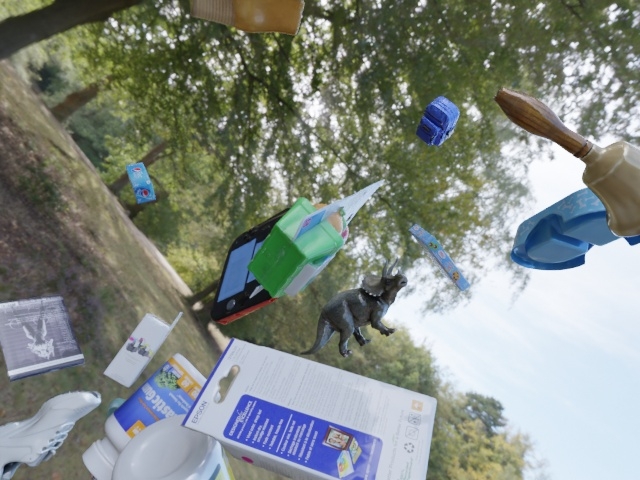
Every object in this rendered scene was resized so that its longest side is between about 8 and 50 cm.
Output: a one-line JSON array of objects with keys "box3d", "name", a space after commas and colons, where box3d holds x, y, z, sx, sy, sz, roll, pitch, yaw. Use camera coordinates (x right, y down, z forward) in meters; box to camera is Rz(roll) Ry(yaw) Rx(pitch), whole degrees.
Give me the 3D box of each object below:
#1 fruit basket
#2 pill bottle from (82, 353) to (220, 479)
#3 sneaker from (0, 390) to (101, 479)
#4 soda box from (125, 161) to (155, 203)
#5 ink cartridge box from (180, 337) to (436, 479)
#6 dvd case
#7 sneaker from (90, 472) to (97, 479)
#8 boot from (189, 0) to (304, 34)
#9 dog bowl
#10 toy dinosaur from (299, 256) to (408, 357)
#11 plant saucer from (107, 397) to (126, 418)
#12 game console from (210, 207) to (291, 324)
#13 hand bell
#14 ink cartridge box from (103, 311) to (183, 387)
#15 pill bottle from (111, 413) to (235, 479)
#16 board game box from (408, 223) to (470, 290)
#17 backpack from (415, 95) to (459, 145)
[{"box3d": [0.000, 0.000, 1.107, 0.165, 0.353, 0.327, 52, -48, 14], "name": "fruit basket"}, {"box3d": [-0.370, 0.399, 0.949, 0.152, 0.272, 0.152, 35, -26, 20], "name": "pill bottle"}, {"box3d": [-0.695, 0.491, 1.094, 0.129, 0.297, 0.111, 55, -7, 30], "name": "sneaker"}, {"box3d": [-0.688, -0.223, 1.632, 0.210, 0.067, 0.071, 48, -33, 47], "name": "soda box"}, {"box3d": [-0.013, 0.288, 0.689, 0.371, 0.175, 0.069, 15, -46, 12], "name": "ink cartridge box"}, {"box3d": [-0.726, 0.241, 1.099, 0.018, 0.165, 0.221, -51, -119, 31], "name": "dvd case"}, {"box3d": [-0.594, 0.623, 1.143, 0.057, 0.047, 0.119, 14, 4, -1], "name": "sneaker"}, {"box3d": [-0.111, -0.510, 0.716, 0.104, 0.212, 0.294, -126, -143, -50], "name": "boot"}, {"box3d": [0.540, -0.021, 0.912, 0.166, 0.074, 0.297, 16, -27, -11], "name": "dog bowl"}, {"box3d": [0.084, 0.179, 1.046, 0.160, 0.314, 0.121, 63, 10, 9], "name": "toy dinosaur"}, {"box3d": [-0.583, 0.522, 1.252, 0.119, 0.119, 0.021, 52, 23, 5], "name": "plant saucer"}, {"box3d": [-0.237, 0.088, 1.500, 0.060, 0.386, 0.342, 34, -46, -30], "name": "game console"}, {"box3d": [0.329, -0.124, 0.549, 0.242, 0.126, 0.126, 35, -14, -1], "name": "hand bell"}, {"box3d": [-0.382, 0.220, 0.940, 0.062, 0.181, 0.104, 34, -17, -7], "name": "ink cartridge box"}, {"box3d": [-0.248, 0.518, 0.816, 0.188, 0.188, 0.333, 31, -44, 57], "name": "pill bottle"}, {"box3d": [0.381, 0.053, 1.383, 0.211, 0.039, 0.160, 50, 4, -18], "name": "board game box"}, {"box3d": [0.336, -0.339, 1.228, 0.098, 0.101, 0.120, 40, -28, 13], "name": "backpack"}]
